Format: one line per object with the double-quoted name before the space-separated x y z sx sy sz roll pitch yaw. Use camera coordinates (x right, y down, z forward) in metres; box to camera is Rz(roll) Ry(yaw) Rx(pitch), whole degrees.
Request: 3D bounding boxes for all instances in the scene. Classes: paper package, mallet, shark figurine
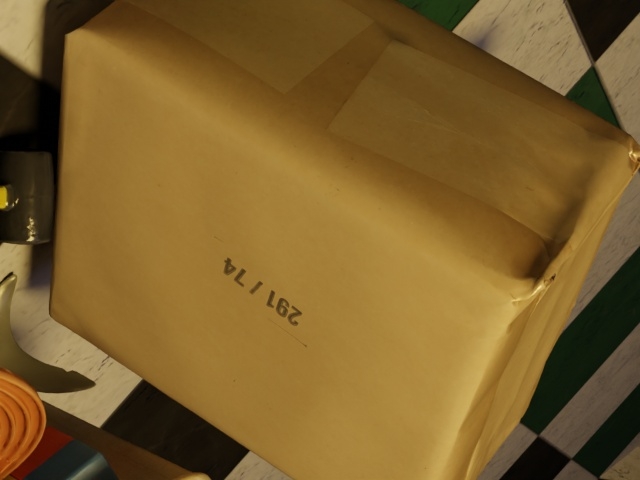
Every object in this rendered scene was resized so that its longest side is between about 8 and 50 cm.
"paper package" 0.000 0.000 1.152 0.168 0.325 0.309 -46 161 -38
"mallet" -0.220 -0.014 1.067 0.189 0.039 0.062 -25 115 -62
"shark figurine" -0.261 0.089 1.135 0.166 0.116 0.278 -46 157 -2

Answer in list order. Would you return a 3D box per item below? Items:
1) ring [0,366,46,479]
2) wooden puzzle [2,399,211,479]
"ring" -0.321 0.149 1.026 0.336 0.032 0.336 -16 157 -7
"wooden puzzle" -0.272 0.220 1.209 0.322 0.080 0.348 -39 -161 -21
